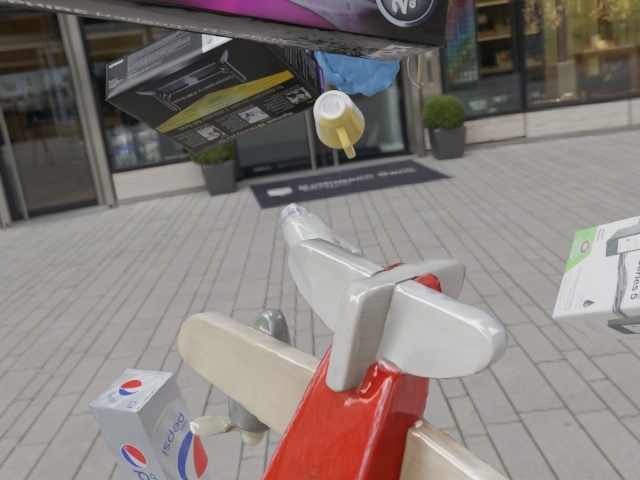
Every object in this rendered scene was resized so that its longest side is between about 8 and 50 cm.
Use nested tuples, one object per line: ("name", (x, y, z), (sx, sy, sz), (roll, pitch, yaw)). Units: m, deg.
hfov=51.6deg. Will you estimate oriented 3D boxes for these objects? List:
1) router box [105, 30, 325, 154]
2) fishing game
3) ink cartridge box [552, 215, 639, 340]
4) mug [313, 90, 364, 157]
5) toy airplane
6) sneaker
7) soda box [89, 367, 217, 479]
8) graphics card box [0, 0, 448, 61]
("router box", (-0.181, -0.278, 1.174), (0.309, 0.081, 0.243), (-16, -24, 24))
("fishing game", (0.079, -0.377, 1.320), (0.264, 0.189, 0.041), (8, 39, 15))
("ink cartridge box", (0.574, 0.065, 1.187), (0.115, 0.198, 0.273), (30, -21, -16))
("mug", (0.025, -0.149, 0.813), (0.078, 0.062, 0.064), (38, -3, 16))
("toy airplane", (0.042, 0.189, 0.570), (0.384, 0.386, 0.272), (-28, -28, 27))
("sneaker", (0.000, 0.000, 1.408), (0.114, 0.152, 0.305), (-34, -19, 3))
("soda box", (-0.241, 0.338, 1.016), (0.098, 0.286, 0.091), (-1, 27, 28))
("graphics card box", (-0.095, -0.246, 0.388), (0.371, 0.232, 0.094), (3, 6, -20))
